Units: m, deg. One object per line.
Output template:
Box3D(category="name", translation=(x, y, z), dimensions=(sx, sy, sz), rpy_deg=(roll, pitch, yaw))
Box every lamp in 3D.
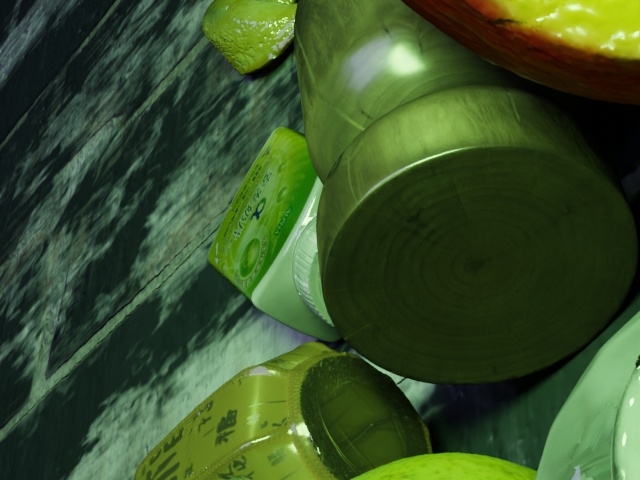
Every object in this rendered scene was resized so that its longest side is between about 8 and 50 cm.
Box3D(category="lamp", translation=(-0.026, 0.162, 0.915), dimensions=(0.185, 0.161, 0.161), rpy_deg=(-41, 33, 33))

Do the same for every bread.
Box3D(category="bread", translation=(-0.060, -0.244, 1.475), dimensions=(0.149, 0.065, 0.187), rpy_deg=(-54, 25, 7))

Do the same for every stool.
Box3D(category="stool", translation=(0.079, -0.065, 0.907), dimensions=(0.179, 0.179, 0.264), rpy_deg=(-47, 29, 29))

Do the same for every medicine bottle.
Box3D(category="medicine bottle", translation=(0.000, 0.000, 1.095), dimensions=(0.132, 0.088, 0.188), rpy_deg=(-61, 25, 3))

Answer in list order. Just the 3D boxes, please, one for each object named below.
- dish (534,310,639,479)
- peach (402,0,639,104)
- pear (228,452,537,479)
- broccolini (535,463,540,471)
Box3D(category="dish", translation=(0.182, 0.095, 0.502), dimensions=(0.303, 0.120, 0.303), rpy_deg=(-17, 48, 19))
Box3D(category="peach", translation=(0.150, -0.202, 0.766), dimensions=(0.242, 0.306, 0.380), rpy_deg=(-57, 16, 19))
Box3D(category="pear", translation=(0.048, 0.175, 0.700), dimensions=(0.216, 0.180, 0.166), rpy_deg=(23, 93, 21))
Box3D(category="broccolini", translation=(0.093, 0.167, 0.805), dimensions=(0.071, 0.057, 0.254), rpy_deg=(32, 99, 27))
